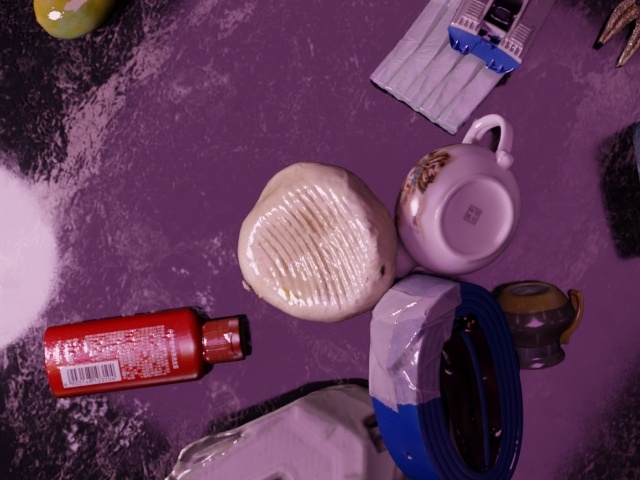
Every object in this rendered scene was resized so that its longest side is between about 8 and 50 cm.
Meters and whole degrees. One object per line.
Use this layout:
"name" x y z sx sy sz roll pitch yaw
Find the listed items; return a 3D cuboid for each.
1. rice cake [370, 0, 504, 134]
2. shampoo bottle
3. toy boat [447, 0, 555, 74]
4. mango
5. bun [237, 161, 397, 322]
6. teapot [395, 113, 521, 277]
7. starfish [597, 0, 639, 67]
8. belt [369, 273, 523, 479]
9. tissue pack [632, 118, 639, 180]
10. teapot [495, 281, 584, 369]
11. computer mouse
"rice cake" 0.206 -0.287 1.775 0.189 0.037 0.198 32 91 2
"shampoo bottle" -0.278 0.174 1.782 0.314 0.076 0.118 -8 86 3
"toy boat" 0.310 -0.408 1.732 0.129 0.088 0.295 29 72 2
"mango" -0.377 -0.407 1.789 0.122 0.085 0.191 33 82 13
"bun" 0.000 0.000 1.725 0.259 0.160 0.259 2 97 21
"teapot" 0.215 -0.058 1.730 0.204 0.139 0.298 36 89 -24
"starfish" 0.526 -0.370 1.753 0.217 0.050 0.223 41 104 -4
"belt" 0.187 0.222 1.676 0.212 0.117 0.347 -23 110 -32
"tissue pack" 0.540 -0.085 1.619 0.103 0.315 0.228 -11 91 4
"teapot" 0.341 0.127 1.736 0.165 0.130 0.119 -14 106 -28
"computer mouse" -0.066 0.378 1.742 0.429 0.145 0.228 -25 81 -9
